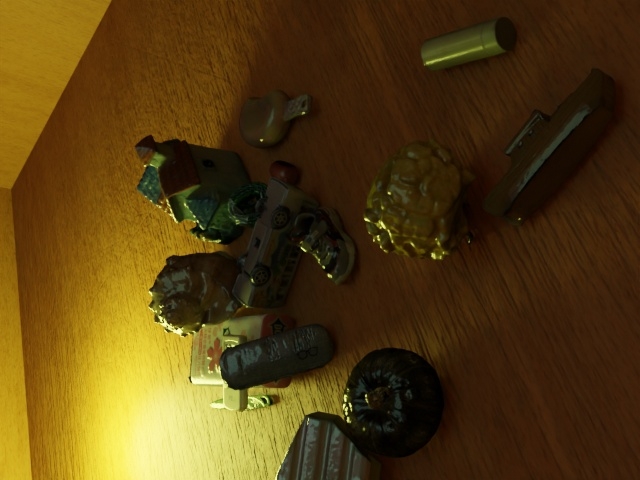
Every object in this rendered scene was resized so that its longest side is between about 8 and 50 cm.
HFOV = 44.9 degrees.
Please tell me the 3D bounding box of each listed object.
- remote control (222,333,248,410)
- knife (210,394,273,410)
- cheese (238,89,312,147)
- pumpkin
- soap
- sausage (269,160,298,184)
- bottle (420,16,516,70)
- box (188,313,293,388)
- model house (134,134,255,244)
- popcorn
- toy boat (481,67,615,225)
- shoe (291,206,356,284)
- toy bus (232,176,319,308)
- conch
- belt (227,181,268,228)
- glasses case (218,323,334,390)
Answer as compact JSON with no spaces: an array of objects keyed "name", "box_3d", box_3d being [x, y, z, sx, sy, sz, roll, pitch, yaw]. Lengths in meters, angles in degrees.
[{"name":"remote control","box_3d":[-0.214,0.331,1.938,0.088,0.029,0.189,-4,86,51]},{"name":"knife","box_3d":[-0.217,0.443,2.096,0.293,0.020,0.043,-19,64,47]},{"name":"cheese","box_3d":[-0.117,-0.347,2.123,0.286,0.082,0.163,-12,73,47]},{"name":"pumpkin","box_3d":[0.141,0.325,1.555,0.224,0.157,0.223,-13,70,38]},{"name":"soap","box_3d":[0.009,0.549,1.641,0.208,0.115,0.346,6,86,22]},{"name":"sausage","box_3d":[-0.099,-0.179,2.069,0.094,0.059,0.054,29,117,47]},{"name":"bottle","box_3d":[0.303,-0.405,1.601,0.202,0.072,0.072,-2,80,51]},{"name":"box","box_3d":[-0.221,0.298,2.063,0.370,0.112,0.190,-13,70,49]},{"name":"model house","box_3d":[-0.402,-0.151,2.234,0.251,0.329,0.294,-51,44,27]},{"name":"popcorn","box_3d":[0.204,-0.073,1.527,0.225,0.249,0.249,26,105,14]},{"name":"toy boat","box_3d":[0.408,-0.167,1.396,0.321,0.089,0.121,-56,31,26]},{"name":"shoe","box_3d":[0.000,0.000,1.846,0.099,0.126,0.227,-48,45,30]},{"name":"toy bus","box_3d":[-0.114,0.011,1.977,0.109,0.136,0.329,35,109,52]},{"name":"conch","box_3d":[-0.321,0.117,2.098,0.263,0.186,0.324,2,47,18]},{"name":"belt","box_3d":[-0.185,-0.095,2.102,0.152,0.079,0.121,-14,72,25]},{"name":"glasses case","box_3d":[-0.106,0.278,1.846,0.283,0.067,0.109,-16,77,6]}]
